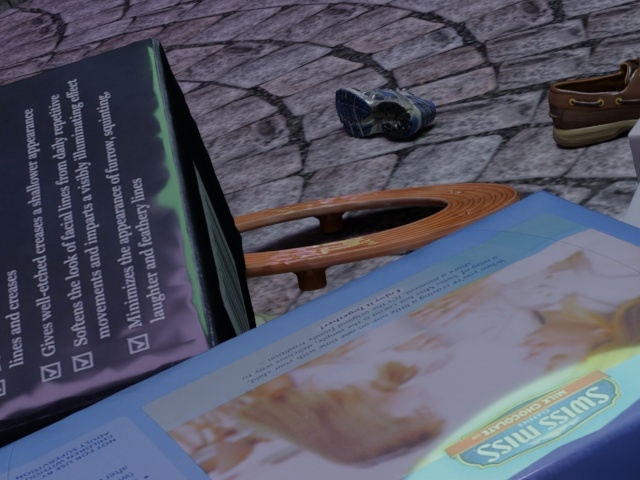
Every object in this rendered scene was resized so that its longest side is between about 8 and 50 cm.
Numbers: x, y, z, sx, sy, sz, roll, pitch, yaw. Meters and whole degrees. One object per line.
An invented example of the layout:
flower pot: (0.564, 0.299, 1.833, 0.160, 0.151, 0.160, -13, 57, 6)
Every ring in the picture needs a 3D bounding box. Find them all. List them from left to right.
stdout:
ring: (0.000, 0.000, 1.280, 0.336, 0.032, 0.336, -11, 8, 1)

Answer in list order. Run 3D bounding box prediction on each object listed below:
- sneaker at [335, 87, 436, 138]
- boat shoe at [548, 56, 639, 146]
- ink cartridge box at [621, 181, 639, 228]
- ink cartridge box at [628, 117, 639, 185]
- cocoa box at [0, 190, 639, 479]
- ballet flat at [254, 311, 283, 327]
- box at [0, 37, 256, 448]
sneaker: (0.070, -0.137, 1.642, 0.058, 0.052, 0.135, -21, 26, -35)
boat shoe: (0.297, -0.137, 1.428, 0.178, 0.060, 0.064, -14, 21, 10)
ink cartridge box: (0.323, -0.042, 1.053, 0.224, 0.045, 0.223, 6, 62, 47)
ink cartridge box: (0.362, -0.085, 1.212, 0.203, 0.086, 0.148, -4, 26, 32)
cocoa box: (0.040, 0.162, 0.664, 0.347, 0.228, 0.231, -25, 22, -17)
ballet flat: (-0.073, 0.084, 1.140, 0.086, 0.086, 0.248, -30, 19, -27)
box: (-0.239, 0.090, 0.969, 0.395, 0.212, 0.293, -17, 44, 2)
